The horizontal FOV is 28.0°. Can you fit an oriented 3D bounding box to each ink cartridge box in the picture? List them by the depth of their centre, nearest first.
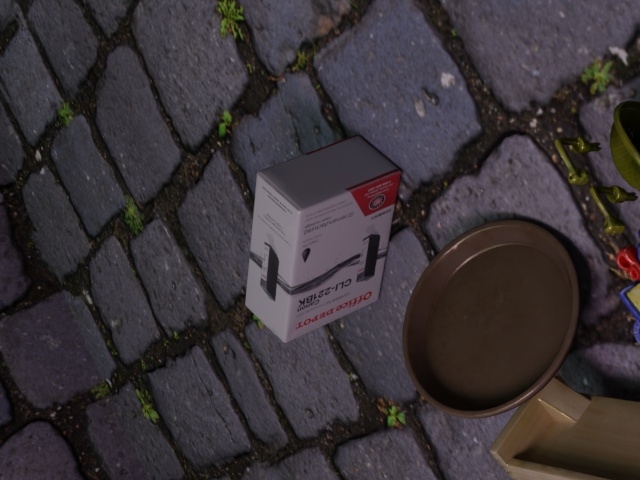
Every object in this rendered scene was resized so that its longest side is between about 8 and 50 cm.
[{"bbox_3d":[0.000,0.000,1.977,0.114,0.197,0.273,43,142,34],"label":"ink cartridge box"}]

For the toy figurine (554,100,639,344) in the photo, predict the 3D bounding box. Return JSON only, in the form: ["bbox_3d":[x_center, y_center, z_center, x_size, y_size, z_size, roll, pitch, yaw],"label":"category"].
[{"bbox_3d":[0.380,0.049,1.453,0.362,0.191,0.217,56,152,20],"label":"toy figurine"}]

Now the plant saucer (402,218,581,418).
[{"bbox_3d":[0.230,0.106,1.705,0.278,0.041,0.277,-21,56,34],"label":"plant saucer"}]

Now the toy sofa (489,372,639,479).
[{"bbox_3d":[0.397,0.276,1.536,0.177,0.150,0.362,50,155,-23],"label":"toy sofa"}]

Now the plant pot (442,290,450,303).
[{"bbox_3d":[0.198,0.117,1.848,0.109,0.109,0.096,-8,90,58],"label":"plant pot"}]
